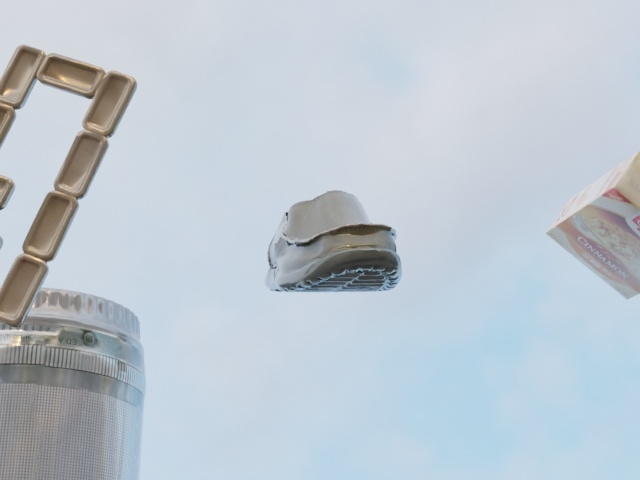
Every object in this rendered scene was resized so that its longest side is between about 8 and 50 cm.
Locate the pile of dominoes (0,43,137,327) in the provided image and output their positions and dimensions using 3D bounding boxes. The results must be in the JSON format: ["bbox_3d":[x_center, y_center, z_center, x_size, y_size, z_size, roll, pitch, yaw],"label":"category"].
[{"bbox_3d":[-0.287,-0.051,1.008,0.196,0.251,0.040,19,-16,14],"label":"pile of dominoes"}]

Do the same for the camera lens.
[{"bbox_3d":[-0.295,0.208,1.221,0.219,0.274,0.219,1,-22,0],"label":"camera lens"}]

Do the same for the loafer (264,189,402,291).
[{"bbox_3d":[0.000,0.000,0.999,0.094,0.251,0.087,1,-93,-17],"label":"loafer"}]

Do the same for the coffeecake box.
[{"bbox_3d":[0.391,-0.015,1.479,0.142,0.185,0.068,39,-113,-1],"label":"coffeecake box"}]
